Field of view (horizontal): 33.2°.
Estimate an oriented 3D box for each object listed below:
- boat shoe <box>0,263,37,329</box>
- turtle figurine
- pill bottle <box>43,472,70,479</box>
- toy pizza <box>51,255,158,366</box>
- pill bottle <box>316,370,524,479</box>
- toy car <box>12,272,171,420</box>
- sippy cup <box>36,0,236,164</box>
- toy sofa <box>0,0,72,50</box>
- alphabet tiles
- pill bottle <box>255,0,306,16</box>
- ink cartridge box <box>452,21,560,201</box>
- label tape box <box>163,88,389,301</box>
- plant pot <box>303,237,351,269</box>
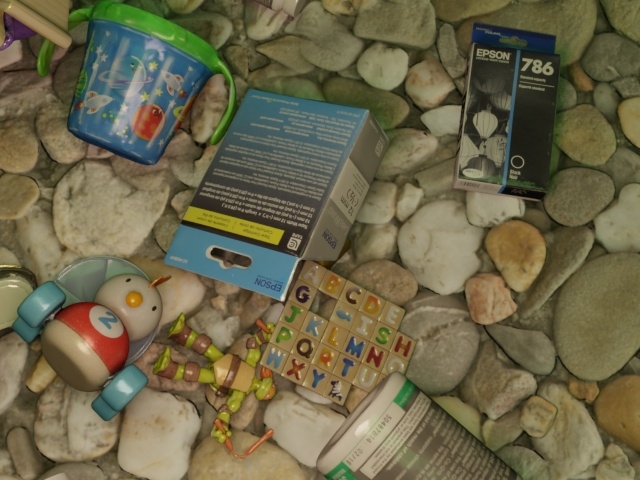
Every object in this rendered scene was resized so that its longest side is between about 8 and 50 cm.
[{"bbox_3d":[-0.618,0.113,1.773,0.304,0.091,0.109,-14,115,-3],"label":"boat shoe"},{"bbox_3d":[-0.153,0.204,1.770,0.217,0.087,0.270,28,71,-12],"label":"turtle figurine"},{"bbox_3d":[-0.392,0.481,1.668,0.124,0.124,0.222,-27,79,-9],"label":"pill bottle"},{"bbox_3d":[-0.371,0.125,1.811,0.201,0.032,0.201,1,74,-3],"label":"toy pizza"},{"bbox_3d":[0.188,0.392,1.672,0.361,0.204,0.204,41,77,3],"label":"pill bottle"},{"bbox_3d":[-0.324,0.122,1.704,0.219,0.210,0.238,45,65,-1],"label":"toy car"},{"bbox_3d":[-0.317,-0.256,1.826,0.305,0.240,0.224,19,84,37],"label":"sippy cup"},{"bbox_3d":[-0.601,-0.340,1.785,0.362,0.150,0.177,-9,71,25],"label":"toy sofa"},{"bbox_3d":[0.040,0.170,1.792,0.237,0.009,0.198,28,71,-12],"label":"alphabet tiles"},{"bbox_3d":[-0.093,-0.467,1.954,0.137,0.078,0.078,29,76,5],"label":"pill bottle"},{"bbox_3d":[0.337,-0.244,1.925,0.165,0.065,0.333,8,74,0],"label":"ink cartridge box"},{"bbox_3d":[-0.071,-0.067,1.778,0.249,0.115,0.348,15,72,31],"label":"label tape box"},{"bbox_3d":[0.000,0.000,1.833,0.081,0.083,0.081,42,78,9],"label":"plant pot"}]
